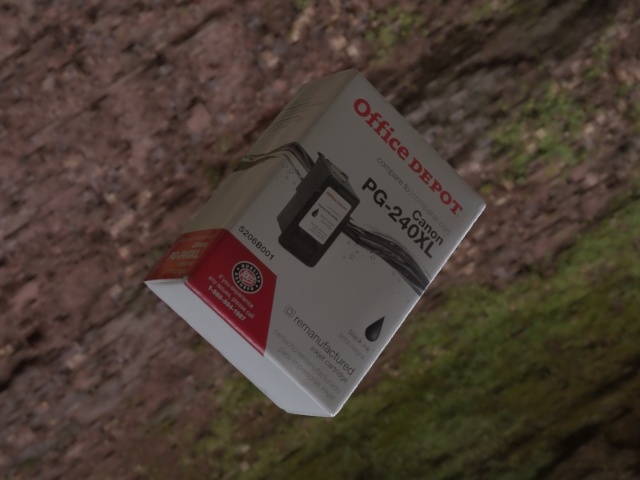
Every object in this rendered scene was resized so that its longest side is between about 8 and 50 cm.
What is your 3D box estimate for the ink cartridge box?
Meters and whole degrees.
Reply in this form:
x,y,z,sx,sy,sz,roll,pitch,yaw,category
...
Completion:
x,y,z,sx,sy,sz,roll,pitch,yaw,category
0.000,0.000,0.659,0.150,0.109,0.063,-53,-162,-20,ink cartridge box
